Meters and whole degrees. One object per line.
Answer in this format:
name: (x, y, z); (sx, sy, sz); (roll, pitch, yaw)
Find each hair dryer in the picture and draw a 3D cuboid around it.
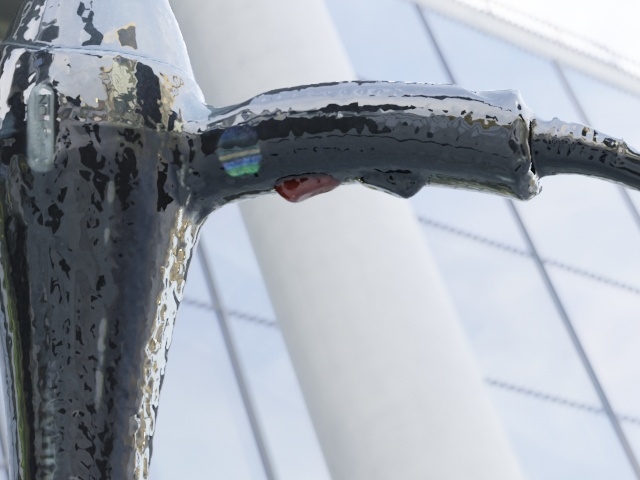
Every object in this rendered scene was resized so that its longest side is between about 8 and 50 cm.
hair dryer: (0.000, 0.000, 0.645); (0.272, 0.235, 0.091); (-6, -19, 16)
